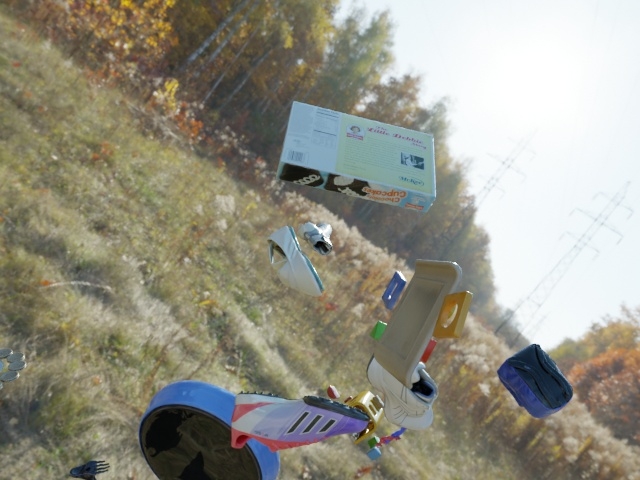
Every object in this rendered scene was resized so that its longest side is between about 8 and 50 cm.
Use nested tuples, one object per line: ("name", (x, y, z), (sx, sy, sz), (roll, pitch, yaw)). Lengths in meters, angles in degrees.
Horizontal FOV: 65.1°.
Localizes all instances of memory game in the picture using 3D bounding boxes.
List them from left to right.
("memory game", (-0.755, 0.293, 1.107), (0.186, 0.012, 0.186), (3, 21, -1))

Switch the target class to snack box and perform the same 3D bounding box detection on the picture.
("snack box", (0.081, -0.178, 1.059), (0.322, 0.187, 0.060), (12, -36, -6))

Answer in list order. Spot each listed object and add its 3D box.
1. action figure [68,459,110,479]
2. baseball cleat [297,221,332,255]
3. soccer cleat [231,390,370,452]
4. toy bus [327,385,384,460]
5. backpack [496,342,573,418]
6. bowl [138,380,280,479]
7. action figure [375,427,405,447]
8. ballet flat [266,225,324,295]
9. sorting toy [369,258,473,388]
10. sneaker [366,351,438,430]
("action figure", (-0.544, 0.675, 1.215), (0.141, 0.275, 0.164), (5, 30, 0))
("baseball cleat", (0.000, 0.000, 1.445), (0.109, 0.072, 0.206), (50, 18, 15))
("soccer cleat", (-0.048, 0.379, 1.023), (0.318, 0.116, 0.108), (-5, -29, 29))
("toy bus", (0.122, 0.468, 1.373), (0.191, 0.104, 0.202), (44, 15, -34))
("backpack", (0.415, 0.277, 0.966), (0.120, 0.098, 0.101), (52, -25, 31))
("bowl", (-0.299, 0.548, 1.307), (0.391, 0.391, 0.077), (37, 30, 1))
("action figure", (0.191, 0.496, 1.273), (0.030, 0.115, 0.038), (63, 6, 23))
("ballet flat", (-0.105, 0.087, 1.789), (0.139, 0.139, 0.400), (35, 14, -35))
("sorting toy", (0.161, 0.129, 0.806), (0.047, 0.196, 0.348), (25, -4, -8))
("sneaker", (0.205, 0.354, 1.129), (0.129, 0.111, 0.297), (11, -35, 40))
